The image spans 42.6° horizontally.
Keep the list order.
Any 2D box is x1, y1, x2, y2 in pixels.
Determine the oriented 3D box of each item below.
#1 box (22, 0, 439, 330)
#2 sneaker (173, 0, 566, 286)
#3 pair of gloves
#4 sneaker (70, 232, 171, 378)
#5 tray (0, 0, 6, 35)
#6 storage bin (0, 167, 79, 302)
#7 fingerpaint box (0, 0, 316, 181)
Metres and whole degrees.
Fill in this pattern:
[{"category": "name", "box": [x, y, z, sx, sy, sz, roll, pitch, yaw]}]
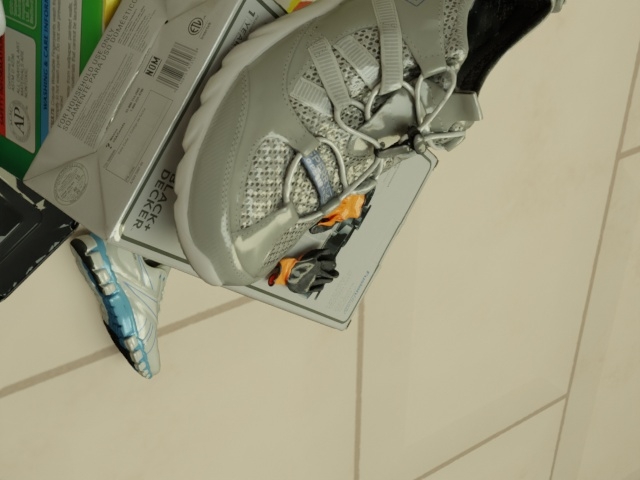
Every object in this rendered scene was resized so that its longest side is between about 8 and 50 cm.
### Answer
[{"category": "box", "box": [-0.039, -0.049, 0.578, 0.290, 0.087, 0.169, 27, 92, -57]}, {"category": "sneaker", "box": [0.031, -0.083, 0.459, 0.281, 0.115, 0.105, -51, 146, -16]}, {"category": "pair of gloves", "box": [0.000, 0.000, 0.575, 0.074, 0.010, 0.083, 2, 113, -54]}, {"category": "sneaker", "box": [-0.184, 0.061, 0.845, 0.083, 0.071, 0.190, -32, 132, -27]}, {"category": "tray", "box": [-0.270, -0.144, 0.361, 0.270, 0.030, 0.145, -34, 121, -53]}, {"category": "storage bin", "box": [-0.303, -0.045, 0.671, 0.122, 0.084, 0.180, -46, 134, -6]}, {"category": "fingerpaint box", "box": [-0.055, -0.276, 0.622, 0.371, 0.163, 0.444, -21, 129, -46]}]
